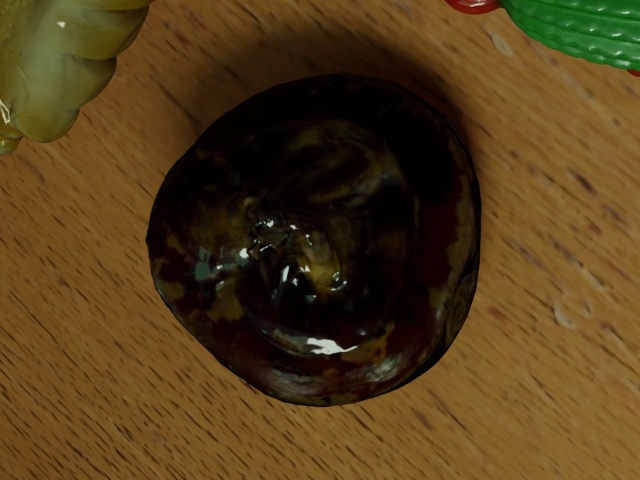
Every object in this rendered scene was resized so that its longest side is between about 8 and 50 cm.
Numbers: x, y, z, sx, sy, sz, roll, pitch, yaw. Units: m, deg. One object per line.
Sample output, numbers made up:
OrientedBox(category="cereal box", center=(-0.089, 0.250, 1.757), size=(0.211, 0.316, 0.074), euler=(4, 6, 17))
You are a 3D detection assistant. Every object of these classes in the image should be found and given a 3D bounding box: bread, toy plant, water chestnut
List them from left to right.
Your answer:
OrientedBox(category="bread", center=(-0.189, -0.199, 1.286), size=(0.173, 0.121, 0.311), euler=(45, 128, 9))
OrientedBox(category="water chestnut", center=(0.000, 0.000, 1.203), size=(0.224, 0.238, 0.223), euler=(-1, 75, 5))
OrientedBox(category="toy plant", center=(0.174, -0.156, 1.076), size=(0.240, 0.088, 0.154), euler=(23, 152, -5))
